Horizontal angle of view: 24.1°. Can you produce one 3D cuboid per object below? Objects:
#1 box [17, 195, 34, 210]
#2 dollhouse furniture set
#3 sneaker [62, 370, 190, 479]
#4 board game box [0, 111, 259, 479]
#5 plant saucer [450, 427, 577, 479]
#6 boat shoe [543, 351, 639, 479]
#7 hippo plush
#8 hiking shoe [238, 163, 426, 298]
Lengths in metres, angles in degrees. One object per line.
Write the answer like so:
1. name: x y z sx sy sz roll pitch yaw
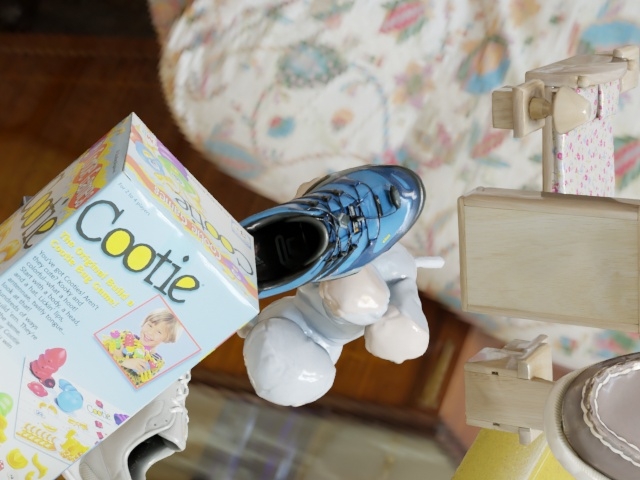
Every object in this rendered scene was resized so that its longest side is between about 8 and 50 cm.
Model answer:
1. box: -0.251 0.051 1.547 0.158 0.093 0.156 11 126 -28
2. dollhouse furniture set: 0.283 -0.008 1.392 0.174 0.355 0.303 7 108 31
3. sneaker: -0.183 0.187 1.740 0.121 0.262 0.099 19 159 34
4. board game box: -0.194 0.061 1.099 0.144 0.275 0.142 47 -168 -19
5. plant saucer: 0.294 0.398 1.866 0.333 0.333 0.081 44 153 -17
6. boat shoe: 0.303 0.123 0.948 0.324 0.116 0.097 11 155 -15
7. hippo plush: -0.012 0.071 1.865 0.236 0.294 0.234 -37 105 20
8. hiking shoe: 0.000 0.000 1.583 0.132 0.304 0.113 -6 107 64
